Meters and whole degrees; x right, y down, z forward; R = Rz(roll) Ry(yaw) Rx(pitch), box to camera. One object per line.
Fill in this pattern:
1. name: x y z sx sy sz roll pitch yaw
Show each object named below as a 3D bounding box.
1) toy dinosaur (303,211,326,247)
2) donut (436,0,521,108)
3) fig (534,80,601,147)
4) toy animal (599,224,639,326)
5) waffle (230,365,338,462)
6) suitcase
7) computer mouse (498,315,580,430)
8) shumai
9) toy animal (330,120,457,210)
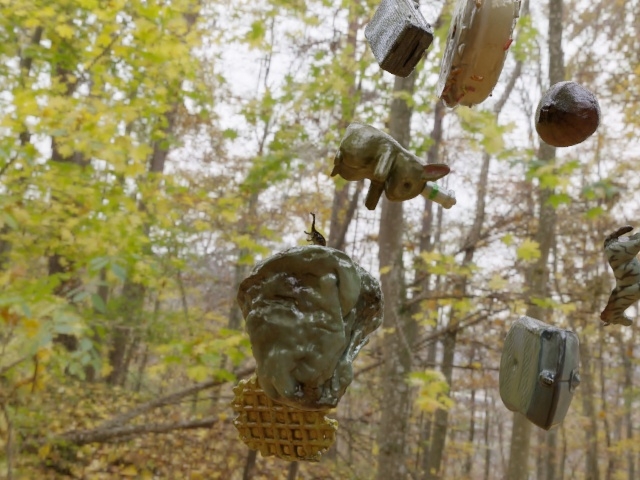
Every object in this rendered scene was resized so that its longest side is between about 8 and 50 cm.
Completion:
1. toy dinosaur: -0.013 0.002 2.103 0.058 0.180 0.037 -12 21 32
2. donut: 0.407 -0.518 1.802 0.143 0.382 0.382 13 -6 2
3. fig: 0.868 -0.446 2.453 0.235 0.235 0.214 2 -35 41
4. toy animal: 0.754 0.088 1.633 0.170 0.254 0.090 1 10 15
5. waffle: -0.092 0.422 1.666 0.280 0.262 0.060 42 26 18
6. suitcase: 0.258 -0.706 2.357 0.128 0.312 0.202 16 -52 -27
7. computer mouse: 0.422 0.244 1.305 0.122 0.188 0.371 8 -2 7
8. shumai: -0.016 0.194 1.367 0.310 0.263 0.304 7 -36 -8
9. toy animal: 0.196 -0.175 1.885 0.363 0.180 0.181 34 -18 10
